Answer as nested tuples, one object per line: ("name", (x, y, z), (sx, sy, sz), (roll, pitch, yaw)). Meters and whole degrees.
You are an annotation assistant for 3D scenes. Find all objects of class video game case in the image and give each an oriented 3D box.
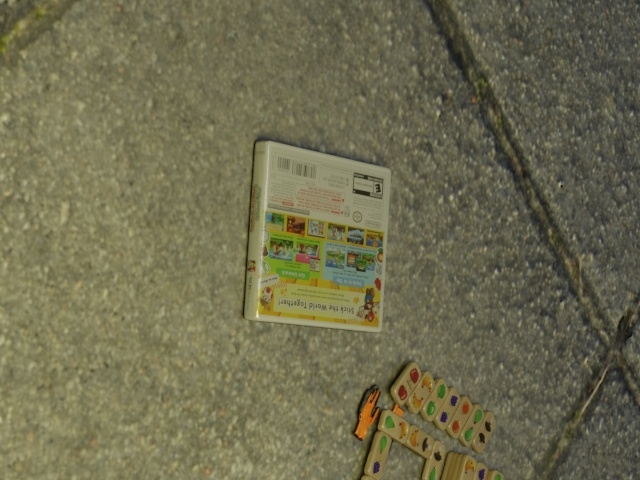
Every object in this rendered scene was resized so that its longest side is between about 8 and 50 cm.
("video game case", (0.000, 0.000, 1.813), (0.227, 0.026, 0.206), (9, 82, -48))

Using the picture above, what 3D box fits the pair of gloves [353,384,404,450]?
("pair of gloves", (0.071, 0.225, 1.897), (0.083, 0.010, 0.074), (46, 57, -40))

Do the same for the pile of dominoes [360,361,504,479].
("pile of dominoes", (0.156, 0.278, 1.958), (0.251, 0.040, 0.196), (37, 63, -45))
